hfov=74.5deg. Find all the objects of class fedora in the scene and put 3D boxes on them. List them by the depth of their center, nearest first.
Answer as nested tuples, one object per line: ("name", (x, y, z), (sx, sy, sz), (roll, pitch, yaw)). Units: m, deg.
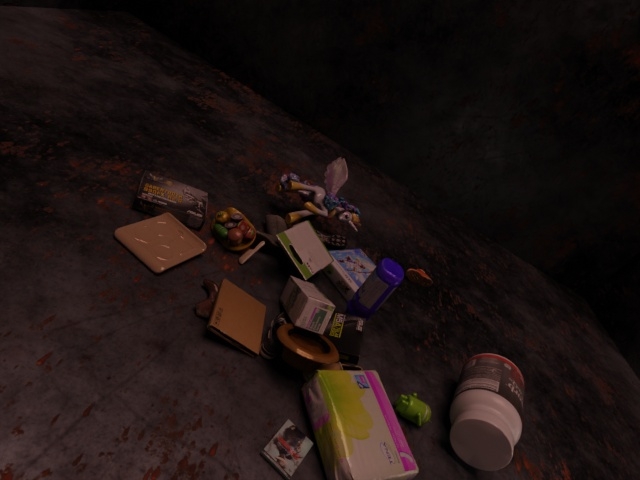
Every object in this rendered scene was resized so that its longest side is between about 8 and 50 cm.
("fedora", (-0.044, 0.306, 1.166), (0.195, 0.079, 0.194), (26, 10, -5))

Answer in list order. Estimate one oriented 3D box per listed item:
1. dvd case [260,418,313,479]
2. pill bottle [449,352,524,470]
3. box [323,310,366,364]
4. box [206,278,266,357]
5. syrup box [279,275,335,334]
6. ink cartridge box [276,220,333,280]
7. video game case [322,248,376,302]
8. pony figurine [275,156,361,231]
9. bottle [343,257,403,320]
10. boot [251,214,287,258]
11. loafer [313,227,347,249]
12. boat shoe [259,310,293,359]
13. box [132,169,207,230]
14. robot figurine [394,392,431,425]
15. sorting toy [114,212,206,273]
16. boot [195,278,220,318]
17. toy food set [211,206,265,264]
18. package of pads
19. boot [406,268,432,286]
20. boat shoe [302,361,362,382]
("dvd case", (-0.076, 0.488, 0.987), (0.087, 0.013, 0.119), (41, 29, 12))
("pill bottle", (0.533, 0.535, 1.347), (0.210, 0.210, 0.363), (40, 29, 11))
("box", (0.042, 0.293, 1.323), (0.184, 0.045, 0.190), (11, 27, 8))
("box", (-0.232, 0.217, 1.202), (0.164, 0.021, 0.201), (39, 23, -22))
("syrup box", (-0.046, 0.193, 1.296), (0.096, 0.093, 0.237), (23, 3, -20))
("ink cartridge box", (-0.079, 0.047, 1.510), (0.188, 0.097, 0.255), (57, 27, 2))
("video game case", (0.147, 0.139, 1.718), (0.270, 0.061, 0.244), (-3, 46, -49))
("pony figurine", (-0.007, -0.189, 1.858), (0.364, 0.302, 0.350), (7, 47, -35))
("bottle", (0.167, 0.189, 1.422), (0.092, 0.282, 0.118), (34, 29, -2))
("boot", (-0.197, -0.038, 1.618), (0.190, 0.076, 0.208), (34, 31, -31))
("loafer", (0.000, 0.000, 1.766), (0.224, 0.078, 0.076), (12, 70, -7))
("boat shoe", (-0.114, 0.264, 1.241), (0.075, 0.065, 0.206), (34, 28, 0))
("box", (-0.514, -0.140, 1.463), (0.231, 0.056, 0.183), (20, 31, -24))
("robot figurine", (0.283, 0.511, 1.270), (0.115, 0.067, 0.101), (31, 16, -7))
("sorting toy", (-0.486, 0.006, 1.292), (0.193, 0.038, 0.208), (39, 33, 9))
("boot", (-0.328, 0.166, 1.204), (0.106, 0.037, 0.114), (38, 31, 10))
("toy food set", (-0.294, -0.038, 1.457), (0.128, 0.071, 0.218), (-37, 67, -20))
("package of pads", (0.091, 0.477, 1.076), (0.229, 0.101, 0.296), (12, 37, -35))
("boot", (0.461, 0.164, 2.022), (0.158, 0.059, 0.084), (27, 24, -30))
("boat shoe", (0.039, 0.377, 1.217), (0.190, 0.072, 0.068), (10, 38, -36))
